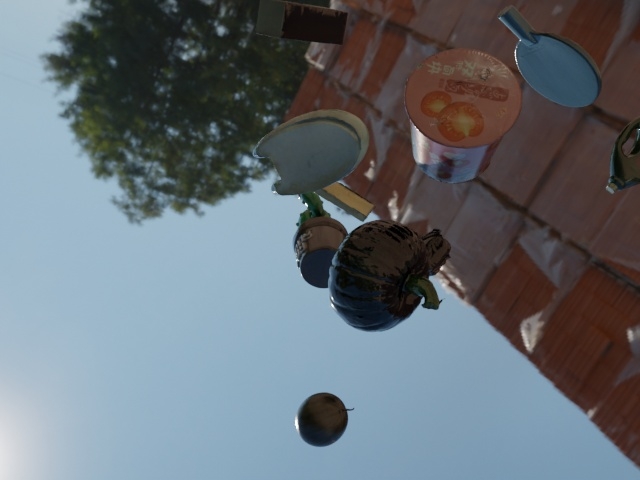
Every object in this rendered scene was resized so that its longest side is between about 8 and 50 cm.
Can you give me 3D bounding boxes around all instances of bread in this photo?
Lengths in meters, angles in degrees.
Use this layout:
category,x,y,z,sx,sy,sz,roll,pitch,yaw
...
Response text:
category,x,y,z,sx,sy,sz,roll,pitch,yaw
bread,0.051,-0.099,1.619,0.154,0.028,0.068,31,-146,5

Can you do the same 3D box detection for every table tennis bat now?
category,x,y,z,sx,sy,sz,roll,pitch,yaw
table tennis bat,0.557,-0.448,1.725,0.329,0.044,0.215,41,165,-18

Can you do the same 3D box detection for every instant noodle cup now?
category,x,y,z,sx,sy,sz,roll,pitch,yaw
instant noodle cup,0.300,-0.258,1.549,0.243,0.243,0.231,33,165,15

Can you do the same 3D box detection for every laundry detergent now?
category,x,y,z,sx,sy,sz,roll,pitch,yaw
laundry detergent,0.725,-0.194,1.601,0.137,0.211,0.063,49,174,-8

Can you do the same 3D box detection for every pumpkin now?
category,x,y,z,sx,sy,sz,roll,pitch,yaw
pumpkin,0.151,0.084,1.474,0.248,0.248,0.248,25,-161,-9

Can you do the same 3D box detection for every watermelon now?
category,x,y,z,sx,sy,sz,roll,pitch,yaw
watermelon,0.012,0.354,1.404,0.105,0.133,0.105,43,-150,-32

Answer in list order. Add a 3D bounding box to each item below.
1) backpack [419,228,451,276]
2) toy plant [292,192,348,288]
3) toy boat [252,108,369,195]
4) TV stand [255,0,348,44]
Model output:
category,x,y,z,sx,sy,sz,roll,pitch,yaw
backpack,0.259,0.046,1.824,0.120,0.165,0.105,-41,-87,-27
toy plant,-0.005,-0.011,2.267,0.279,0.186,0.400,61,-172,-25
toy boat,-0.012,-0.159,1.237,0.134,0.208,0.079,63,-160,-12
TV stand,-0.040,-0.533,1.715,0.083,0.088,0.270,22,-157,30
